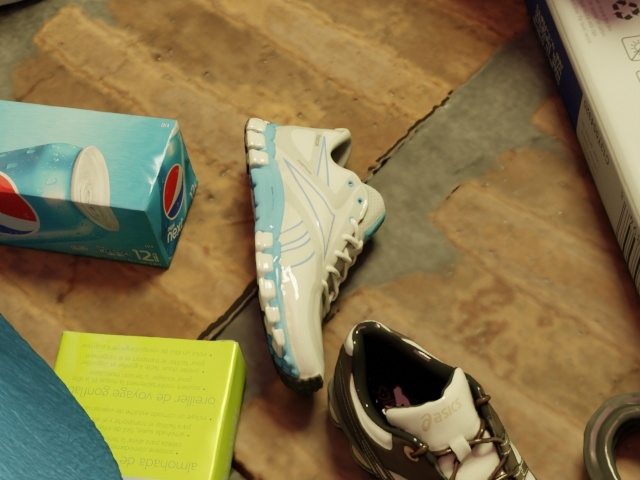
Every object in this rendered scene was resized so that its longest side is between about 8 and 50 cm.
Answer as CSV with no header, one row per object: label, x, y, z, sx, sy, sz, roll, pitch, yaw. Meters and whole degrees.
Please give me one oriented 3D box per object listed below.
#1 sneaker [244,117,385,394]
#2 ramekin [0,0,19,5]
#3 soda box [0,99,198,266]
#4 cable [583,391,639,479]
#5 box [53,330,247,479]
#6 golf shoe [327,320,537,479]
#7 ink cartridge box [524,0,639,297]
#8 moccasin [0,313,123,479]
sneaker,0.000,0.000,0.695,0.082,0.071,0.191,-5,57,-2
ramekin,-0.267,-0.305,0.888,0.277,0.135,0.277,-4,56,6
soda box,-0.191,-0.041,0.747,0.210,0.067,0.071,7,58,13
cable,0.231,0.196,0.561,0.287,0.072,0.139,35,84,39
box,-0.106,0.138,0.632,0.109,0.042,0.178,2,58,11
golf shoe,0.070,0.121,0.591,0.077,0.094,0.198,-38,62,-18
ink cartridge box,0.323,-0.086,0.707,0.330,0.071,0.324,-10,56,-3
moccasin,-0.199,0.100,0.602,0.117,0.137,0.342,-52,32,-3
